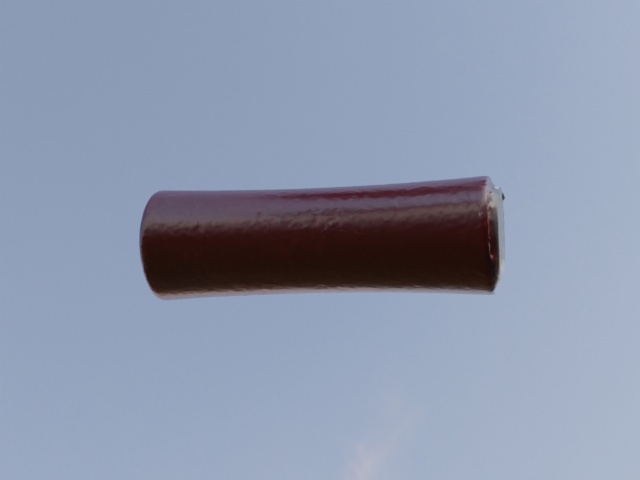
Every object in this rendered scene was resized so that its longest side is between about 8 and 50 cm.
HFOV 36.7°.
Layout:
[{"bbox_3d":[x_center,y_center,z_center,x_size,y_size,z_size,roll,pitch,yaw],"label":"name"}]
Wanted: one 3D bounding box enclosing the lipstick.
[{"bbox_3d":[0.000,0.000,0.642,0.241,0.080,0.080,-1,-54,15],"label":"lipstick"}]
